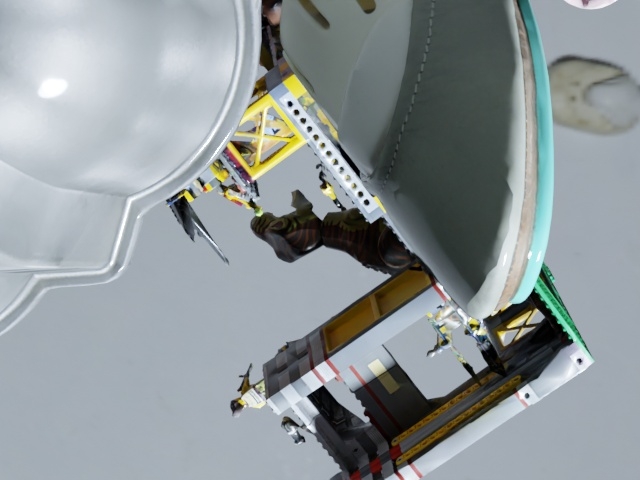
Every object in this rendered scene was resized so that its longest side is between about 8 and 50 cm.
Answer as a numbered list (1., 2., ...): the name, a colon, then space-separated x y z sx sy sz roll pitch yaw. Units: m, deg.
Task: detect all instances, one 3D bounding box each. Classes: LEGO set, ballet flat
1. LEGO set: 0.000 0.000 1.065 0.192 0.255 0.331 -35 118 8
2. ballet flat: 0.019 -0.068 0.474 0.068 0.072 0.213 8 49 -7

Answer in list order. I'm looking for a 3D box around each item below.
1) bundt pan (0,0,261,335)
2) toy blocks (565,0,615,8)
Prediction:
1. bundt pan: -0.176 -0.112 0.540 0.331 0.124 0.331 1 95 7
2. toy blocks: 0.137 -0.282 1.396 0.309 0.260 0.288 -40 86 17
